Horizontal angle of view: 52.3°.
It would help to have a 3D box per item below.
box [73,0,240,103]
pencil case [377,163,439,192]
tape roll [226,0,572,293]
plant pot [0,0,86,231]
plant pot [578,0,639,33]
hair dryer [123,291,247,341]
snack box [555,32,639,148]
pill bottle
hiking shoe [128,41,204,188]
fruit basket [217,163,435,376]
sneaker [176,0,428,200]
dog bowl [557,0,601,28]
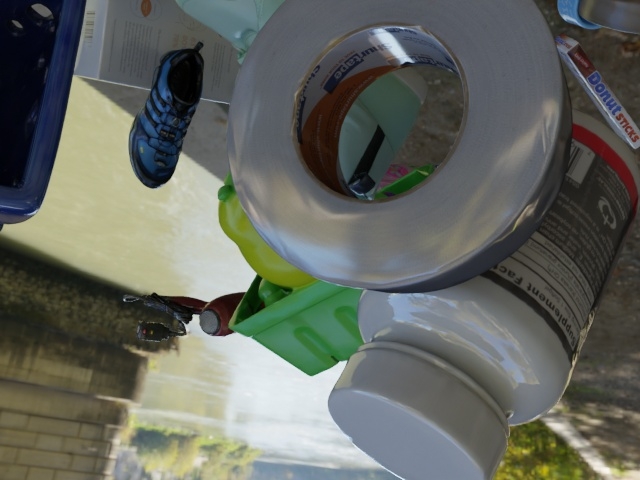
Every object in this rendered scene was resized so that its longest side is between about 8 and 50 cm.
[{"bbox_3d":[-0.370,-0.456,1.517,0.345,0.215,0.168,2,-167,-40],"label":"box"},{"bbox_3d":[0.161,-0.128,1.526,0.284,0.124,0.124,0,165,-25],"label":"pencil case"},{"bbox_3d":[0.048,-0.075,0.431,0.219,0.219,0.072,-3,171,26],"label":"tape roll"},{"bbox_3d":[-0.355,-0.133,0.563,0.236,0.235,0.212,14,161,-28],"label":"plant pot"},{"bbox_3d":[0.737,-0.610,1.367,0.323,0.323,0.280,4,125,9],"label":"plant pot"},{"bbox_3d":[-0.234,0.125,1.300,0.294,0.080,0.223,3,-163,-22],"label":"hair dryer"},{"bbox_3d":[0.378,-0.202,0.886,0.022,0.064,0.178,-38,112,19],"label":"snack box"},{"bbox_3d":[0.140,0.041,0.552,0.176,0.318,0.176,26,148,18],"label":"pill bottle"},{"bbox_3d":[-0.317,-0.257,1.339,0.113,0.304,0.132,13,176,-28],"label":"hiking shoe"},{"bbox_3d":[0.000,0.000,1.008,0.392,0.283,0.392,6,120,11],"label":"fruit basket"},{"bbox_3d":[-0.031,-0.127,0.566,0.256,0.151,0.094,26,169,-22],"label":"sneaker"},{"bbox_3d":[0.697,-0.669,1.624,0.166,0.074,0.297,-8,131,-3],"label":"dog bowl"}]
